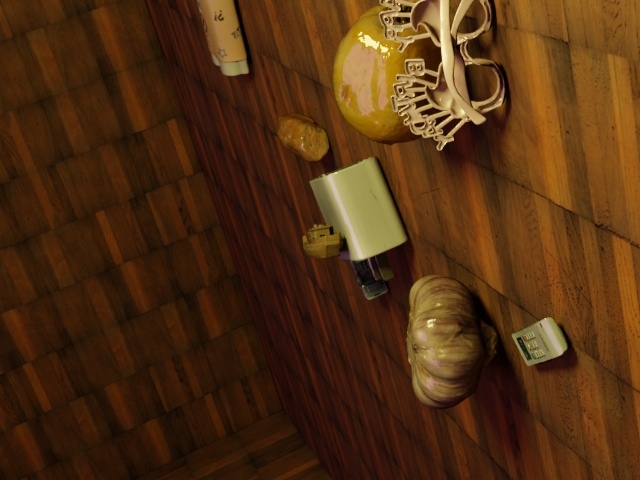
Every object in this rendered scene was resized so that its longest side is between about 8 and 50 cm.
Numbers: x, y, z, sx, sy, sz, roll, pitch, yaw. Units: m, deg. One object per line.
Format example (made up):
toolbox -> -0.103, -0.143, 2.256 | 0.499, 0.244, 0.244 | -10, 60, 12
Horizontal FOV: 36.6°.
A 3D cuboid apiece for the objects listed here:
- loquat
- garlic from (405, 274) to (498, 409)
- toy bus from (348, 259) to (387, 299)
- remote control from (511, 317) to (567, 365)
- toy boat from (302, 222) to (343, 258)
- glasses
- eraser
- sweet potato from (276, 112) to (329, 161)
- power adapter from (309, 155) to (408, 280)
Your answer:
loquat -> 0.114, -0.257, 1.474 | 0.187, 0.176, 0.234 | 14, 118, 22
garlic -> 0.237, 0.179, 1.752 | 0.245, 0.160, 0.245 | 173, 90, -90
toy bus -> 0.091, 0.043, 2.248 | 0.075, 0.064, 0.190 | 154, 93, -82
remote control -> 0.352, 0.164, 1.549 | 0.065, 0.029, 0.166 | 63, 170, 9
toy boat -> 0.000, 0.000, 2.022 | 0.206, 0.064, 0.072 | -178, 80, -76
glasses -> 0.158, -0.239, 1.329 | 0.162, 0.095, 0.255 | -1, 115, 27
eraser -> -0.264, -0.588, 2.520 | 0.171, 0.087, 0.290 | -126, 20, -51
sweet potato -> -0.048, -0.250, 2.266 | 0.251, 0.097, 0.097 | -130, 21, -62
power adapter -> 0.090, -0.036, 2.010 | 0.255, 0.124, 0.187 | 67, 168, -4
